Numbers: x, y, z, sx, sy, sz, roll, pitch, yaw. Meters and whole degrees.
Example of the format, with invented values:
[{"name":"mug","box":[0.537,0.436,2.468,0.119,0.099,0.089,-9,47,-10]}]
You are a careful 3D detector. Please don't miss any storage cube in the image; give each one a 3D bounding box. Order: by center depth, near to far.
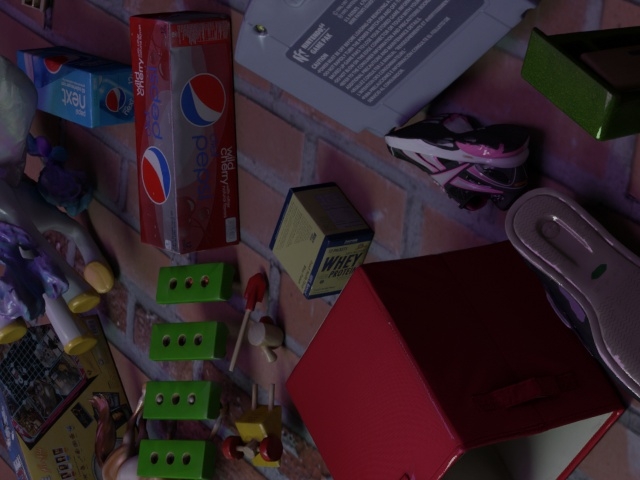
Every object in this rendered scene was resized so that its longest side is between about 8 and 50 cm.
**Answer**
[{"name":"storage cube","box":[0.110,0.138,1.502,0.193,0.184,0.215,61,143,27]}]

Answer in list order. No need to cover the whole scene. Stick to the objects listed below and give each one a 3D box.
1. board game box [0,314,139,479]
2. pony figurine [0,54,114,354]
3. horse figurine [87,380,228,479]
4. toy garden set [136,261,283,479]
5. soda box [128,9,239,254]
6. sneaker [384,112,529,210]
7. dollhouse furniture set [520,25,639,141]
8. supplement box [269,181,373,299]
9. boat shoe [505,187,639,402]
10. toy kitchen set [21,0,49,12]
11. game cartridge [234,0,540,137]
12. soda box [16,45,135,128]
[{"name":"board game box","box":[-0.329,0.225,2.207,0.042,0.165,0.243,-45,61,52]},{"name":"pony figurine","box":[-0.414,-0.045,2.132,0.303,0.351,0.363,-35,73,12]},{"name":"horse figurine","box":[-0.207,0.260,2.068,0.263,0.066,0.174,9,76,53]},{"name":"toy garden set","box":[-0.109,0.148,1.927,0.204,0.049,0.244,-5,74,42]},{"name":"soda box","box":[-0.152,-0.122,1.919,0.092,0.083,0.263,16,111,53]},{"name":"sneaker","box":[0.121,-0.064,1.539,0.178,0.072,0.077,21,126,59]},{"name":"dollhouse furniture set","box":[0.306,-0.129,1.162,0.301,0.151,0.197,47,135,40]},{"name":"supplement box","box":[0.000,0.000,1.746,0.083,0.056,0.083,53,138,35]},{"name":"boat shoe","box":[0.242,0.056,1.400,0.233,0.084,0.079,52,176,26]},{"name":"toy kitchen set","box":[-0.359,-0.315,2.200,0.068,0.083,0.075,20,125,6]},{"name":"game cartridge","box":[0.049,-0.208,1.507,0.294,0.196,0.060,-39,29,53]},{"name":"soda box","box":[-0.307,-0.194,2.148,0.210,0.067,0.071,21,116,52]}]
